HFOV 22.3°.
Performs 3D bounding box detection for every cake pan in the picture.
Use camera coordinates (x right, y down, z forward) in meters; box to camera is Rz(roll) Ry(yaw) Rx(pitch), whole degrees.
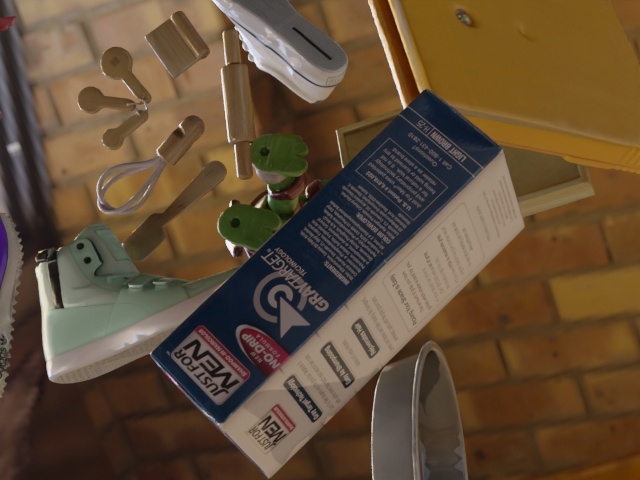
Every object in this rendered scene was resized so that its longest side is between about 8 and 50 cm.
[{"bbox_3d":[0.108,0.254,1.716,0.054,0.293,0.293,-6,-161,13],"label":"cake pan"}]

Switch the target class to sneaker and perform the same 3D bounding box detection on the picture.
[{"bbox_3d":[-0.450,0.069,1.960,0.102,0.146,0.293,-41,-139,42],"label":"sneaker"},{"bbox_3d":[-0.078,-0.279,2.164,0.094,0.258,0.091,-32,162,-40],"label":"sneaker"},{"bbox_3d":[-0.183,0.036,1.657,0.256,0.151,0.094,-20,163,15],"label":"sneaker"}]

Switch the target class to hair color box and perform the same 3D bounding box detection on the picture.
[{"bbox_3d":[0.023,0.042,1.481,0.347,0.174,0.105,-44,-117,-7],"label":"hair color box"}]

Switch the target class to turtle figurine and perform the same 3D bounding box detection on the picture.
[{"bbox_3d":[0.000,0.000,1.869,0.198,0.274,0.266,-37,157,0],"label":"turtle figurine"}]

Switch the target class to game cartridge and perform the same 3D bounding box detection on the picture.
[{"bbox_3d":[0.204,-0.204,1.713,0.324,0.285,0.052,11,137,-31],"label":"game cartridge"}]

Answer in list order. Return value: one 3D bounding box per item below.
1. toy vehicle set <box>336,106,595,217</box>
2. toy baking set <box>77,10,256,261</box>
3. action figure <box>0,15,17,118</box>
[{"bbox_3d":[0.158,-0.089,1.812,0.267,0.035,0.166,-17,-119,15],"label":"toy vehicle set"},{"bbox_3d":[-0.159,-0.113,1.737,0.197,0.256,0.030,-13,171,17],"label":"toy baking set"},{"bbox_3d":[-0.562,-0.207,2.149,0.370,0.248,0.276,-48,173,-4],"label":"action figure"}]
